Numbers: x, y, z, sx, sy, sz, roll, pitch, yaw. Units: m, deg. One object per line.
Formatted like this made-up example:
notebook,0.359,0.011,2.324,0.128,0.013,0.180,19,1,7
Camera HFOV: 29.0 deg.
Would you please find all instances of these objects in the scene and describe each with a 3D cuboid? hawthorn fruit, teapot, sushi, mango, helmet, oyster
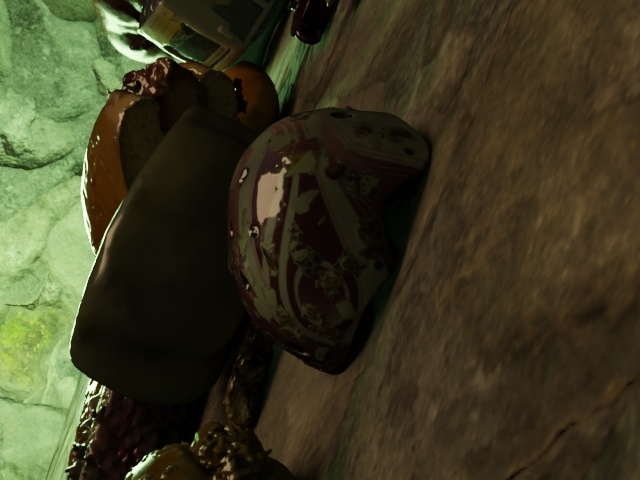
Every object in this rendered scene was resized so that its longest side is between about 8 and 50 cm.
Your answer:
hawthorn fruit,-0.224,-0.466,2.041,0.285,0.285,0.369,-43,25,65
teapot,-0.013,-0.244,1.327,0.100,0.045,0.068,-81,15,-45
sushi,-0.180,0.160,1.266,0.241,0.107,0.161,-87,18,-69
mango,-0.100,-0.140,1.427,0.141,0.102,0.217,-46,12,-15
helmet,-0.012,-0.011,0.818,0.153,0.107,0.177,172,118,-73
oyster,-0.055,0.097,1.015,0.086,0.029,0.132,-92,19,-81

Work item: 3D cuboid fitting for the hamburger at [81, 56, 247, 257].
hamburger,-0.171,-0.057,1.330,0.155,0.282,0.245,-30,20,-31

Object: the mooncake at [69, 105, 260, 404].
mooncake,-0.119,0.018,1.128,0.275,0.135,0.275,-158,90,-89

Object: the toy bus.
toy bus,-0.085,-0.352,1.452,0.097,0.138,0.342,-27,32,58

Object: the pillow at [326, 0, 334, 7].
pillow,0.040,-0.340,1.240,0.148,0.050,0.229,-56,15,30

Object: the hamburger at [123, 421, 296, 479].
hamburger,-0.095,0.217,0.786,0.189,0.122,0.215,158,133,-76

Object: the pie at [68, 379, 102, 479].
pie,-0.260,0.185,1.660,0.339,0.083,0.339,-162,90,-76

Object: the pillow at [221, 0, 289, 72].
pillow,-0.095,-0.309,1.728,0.214,0.086,0.233,-72,4,-66
